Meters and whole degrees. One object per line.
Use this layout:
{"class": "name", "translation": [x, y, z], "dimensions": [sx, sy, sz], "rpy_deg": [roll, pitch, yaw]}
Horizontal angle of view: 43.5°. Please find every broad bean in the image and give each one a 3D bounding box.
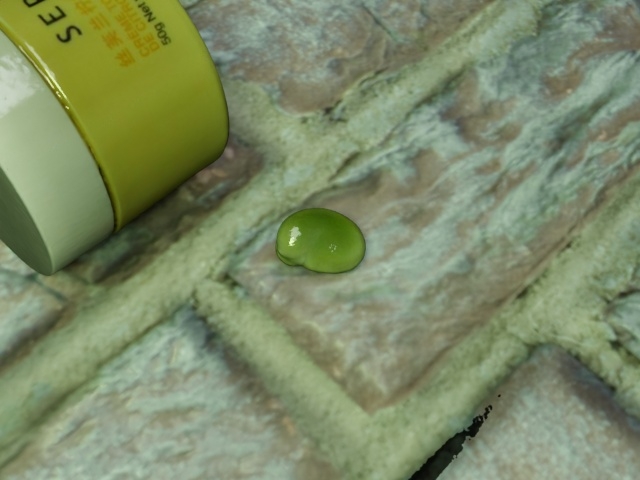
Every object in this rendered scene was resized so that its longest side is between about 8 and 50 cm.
{"class": "broad bean", "translation": [0.000, 0.000, 0.718], "dimensions": [0.083, 0.045, 0.063], "rpy_deg": [4, 61, -14]}

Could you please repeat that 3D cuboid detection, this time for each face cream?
{"class": "face cream", "translation": [-0.209, -0.110, 0.649], "dimensions": [0.218, 0.218, 0.179], "rpy_deg": [43, 63, 16]}
